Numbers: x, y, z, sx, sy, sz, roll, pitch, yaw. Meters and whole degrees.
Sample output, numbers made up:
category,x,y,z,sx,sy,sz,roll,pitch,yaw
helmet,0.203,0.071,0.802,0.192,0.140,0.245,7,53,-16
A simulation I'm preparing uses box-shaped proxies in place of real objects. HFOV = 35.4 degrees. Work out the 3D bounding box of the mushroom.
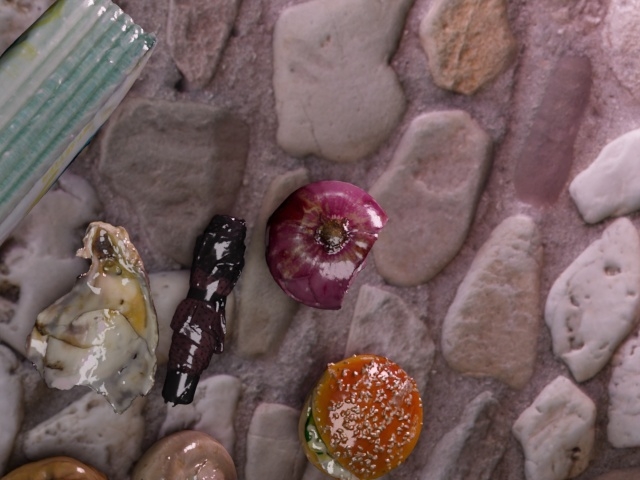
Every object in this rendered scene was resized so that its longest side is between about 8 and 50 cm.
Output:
category,x,y,z,sx,sy,sz,roll,pitch,yaw
mushroom,-0.199,0.419,1.639,0.207,0.215,0.207,-7,99,-54

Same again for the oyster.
category,x,y,z,sx,sy,sz,roll,pitch,yaw
oyster,-0.355,0.133,1.620,0.271,0.100,0.275,-42,119,-2

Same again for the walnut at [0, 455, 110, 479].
category,x,y,z,sx,sy,sz,roll,pitch,yaw
walnut,-0.434,0.472,1.592,0.257,0.224,0.257,-1,96,-7

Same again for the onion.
category,x,y,z,sx,sy,sz,roll,pitch,yaw
onion,0.000,-0.002,1.650,0.200,0.200,0.207,29,104,-17

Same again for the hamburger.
category,x,y,z,sx,sy,sz,roll,pitch,yaw
hamburger,0.072,0.307,1.732,0.236,0.147,0.237,-3,100,-17

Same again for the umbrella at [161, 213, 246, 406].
category,x,y,z,sx,sy,sz,roll,pitch,yaw
umbrella,-0.191,0.115,1.649,0.090,0.094,0.326,21,82,-60

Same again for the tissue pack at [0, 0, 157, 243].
category,x,y,z,sx,sy,sz,roll,pitch,yaw
tissue pack,-0.417,-0.147,1.393,0.162,0.287,0.388,40,65,-13
